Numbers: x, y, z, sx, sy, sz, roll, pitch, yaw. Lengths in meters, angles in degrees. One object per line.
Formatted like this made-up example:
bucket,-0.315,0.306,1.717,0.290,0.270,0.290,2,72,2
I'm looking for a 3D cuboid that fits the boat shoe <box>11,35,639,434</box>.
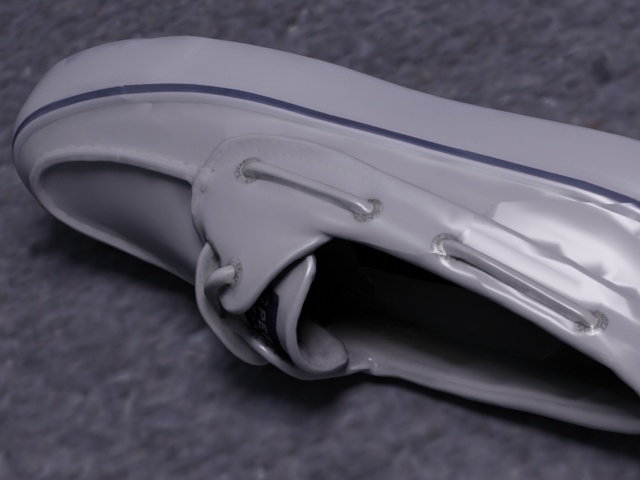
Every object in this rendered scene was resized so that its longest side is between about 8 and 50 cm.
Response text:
boat shoe,0.000,0.000,0.606,0.258,0.095,0.084,9,52,28
